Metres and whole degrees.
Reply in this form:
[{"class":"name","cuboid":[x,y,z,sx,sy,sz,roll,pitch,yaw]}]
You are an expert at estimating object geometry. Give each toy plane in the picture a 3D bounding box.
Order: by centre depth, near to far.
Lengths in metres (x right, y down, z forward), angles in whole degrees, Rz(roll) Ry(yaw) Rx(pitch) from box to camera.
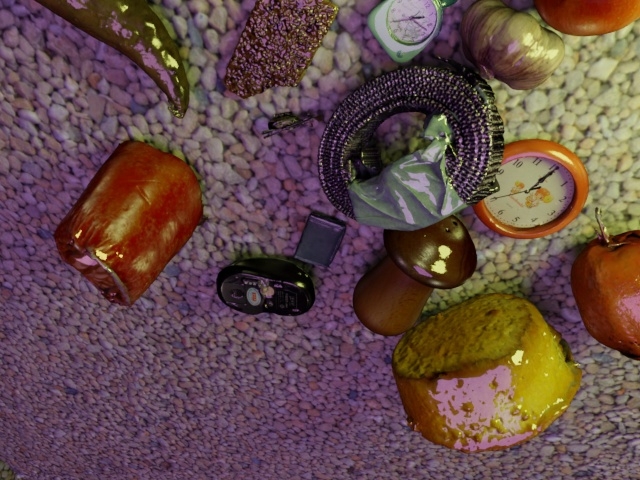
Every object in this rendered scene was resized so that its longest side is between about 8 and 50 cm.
[{"class":"toy plane","cuboid":[-0.052,-0.222,0.980,0.120,0.049,0.031,-13,124,2]}]

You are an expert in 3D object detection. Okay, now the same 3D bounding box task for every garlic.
[{"class":"garlic","cuboid":[0.277,-0.289,0.784,0.159,0.147,0.102,36,105,5]}]

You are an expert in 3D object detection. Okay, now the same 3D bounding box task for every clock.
[{"class":"clock","cuboid":[0.150,-0.358,0.830,0.135,0.041,0.101,-31,114,30]},{"class":"clock","cuboid":[0.383,-0.092,0.964,0.205,0.051,0.205,7,127,10]}]

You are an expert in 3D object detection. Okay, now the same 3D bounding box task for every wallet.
[{"class":"wallet","cuboid":[0.000,0.000,1.145,0.088,0.026,0.129,18,128,-5]}]

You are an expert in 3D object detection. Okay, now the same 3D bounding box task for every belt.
[{"class":"belt","cuboid":[0.144,-0.151,0.885,0.324,0.122,0.260,-20,92,32]}]

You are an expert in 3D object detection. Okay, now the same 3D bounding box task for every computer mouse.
[{"class":"computer mouse","cuboid":[-0.124,0.104,1.213,0.233,0.096,0.137,8,133,3]}]

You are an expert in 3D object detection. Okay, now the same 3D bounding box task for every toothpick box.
[{"class":"toothpick box","cuboid":[0.182,0.063,1.054,0.192,0.192,0.294,24,135,-4]}]

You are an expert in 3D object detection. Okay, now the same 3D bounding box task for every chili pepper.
[{"class":"chili pepper","cuboid":[-0.398,-0.025,1.058,0.229,0.305,0.251,24,138,3]}]

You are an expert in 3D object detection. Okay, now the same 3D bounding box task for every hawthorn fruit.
[{"class":"hawthorn fruit","cuboid":[0.565,0.071,0.958,0.211,0.211,0.299,-26,104,29]}]

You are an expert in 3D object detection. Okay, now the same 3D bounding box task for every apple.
[{"class":"apple","cuboid":[0.369,-0.361,0.699,0.163,0.163,0.139,-9,135,20]}]

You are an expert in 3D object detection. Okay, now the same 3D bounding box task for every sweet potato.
[{"class":"sweet potato","cuboid":[-0.373,-0.393,0.887,0.130,0.131,0.422,-34,118,32]}]

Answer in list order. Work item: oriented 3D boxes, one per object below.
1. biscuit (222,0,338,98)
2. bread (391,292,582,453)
[{"class":"biscuit","cuboid":[-0.078,-0.335,0.913,0.131,0.026,0.237,31,126,-7]},{"class":"bread","cuboid":[0.325,0.255,1.064,0.358,0.337,0.204,-22,110,18]}]
